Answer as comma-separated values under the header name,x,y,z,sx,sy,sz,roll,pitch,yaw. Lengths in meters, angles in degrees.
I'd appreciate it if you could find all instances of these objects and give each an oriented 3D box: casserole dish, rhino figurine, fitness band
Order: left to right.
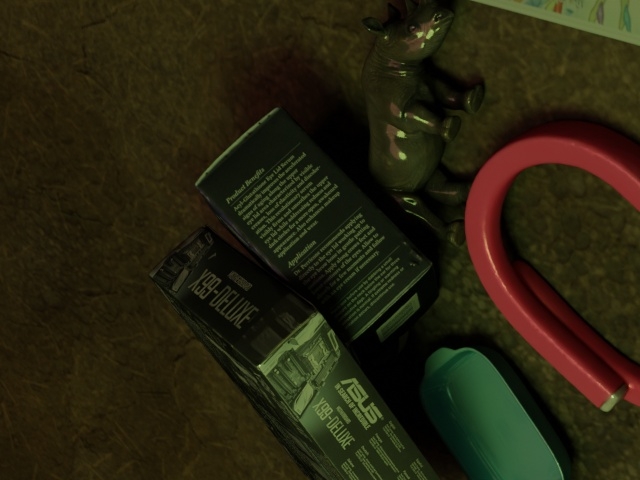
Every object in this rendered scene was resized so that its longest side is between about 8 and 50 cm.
name,x,y,z,sx,sy,sz,roll,pitch,yaw
rhino figurine,0.083,-0.118,1.530,0.106,0.073,0.243,15,123,32
casserole dish,0.168,0.178,1.641,0.188,0.037,0.114,56,136,10
fitness band,0.250,0.029,1.487,0.291,0.054,0.209,44,134,10

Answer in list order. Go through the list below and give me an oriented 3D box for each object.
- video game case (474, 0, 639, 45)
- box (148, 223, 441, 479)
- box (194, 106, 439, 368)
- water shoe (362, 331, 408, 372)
name,x,y,z,sx,sy,sz,roll,pitch,yaw
video game case,0.209,-0.280,1.231,0.329,0.036,0.300,22,133,38
box,-0.009,0.149,1.615,0.307,0.076,0.242,55,168,-31
box,0.000,0.000,1.591,0.207,0.108,0.153,46,176,14
water shoe,-0.006,0.046,1.694,0.203,0.080,0.073,38,133,18
